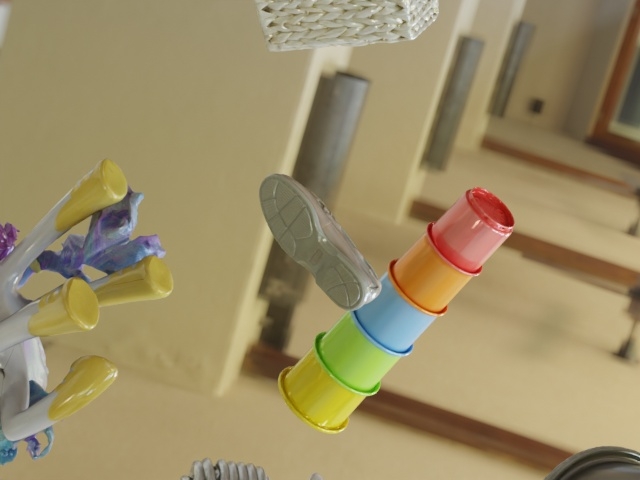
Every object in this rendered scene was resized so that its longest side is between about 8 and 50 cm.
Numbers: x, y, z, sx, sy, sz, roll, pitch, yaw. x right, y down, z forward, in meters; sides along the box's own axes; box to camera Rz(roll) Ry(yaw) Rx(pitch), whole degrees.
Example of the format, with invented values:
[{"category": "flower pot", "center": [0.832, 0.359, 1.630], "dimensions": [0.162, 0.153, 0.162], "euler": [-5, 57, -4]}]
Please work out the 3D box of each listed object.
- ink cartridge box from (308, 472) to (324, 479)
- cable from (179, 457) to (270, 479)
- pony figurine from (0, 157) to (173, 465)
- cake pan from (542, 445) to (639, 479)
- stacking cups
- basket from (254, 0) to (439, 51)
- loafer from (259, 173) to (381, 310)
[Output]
[{"category": "ink cartridge box", "center": [0.108, 0.329, 1.167], "dimensions": [0.353, 0.119, 0.207], "euler": [56, -157, -6]}, {"category": "cable", "center": [-0.095, 0.325, 1.411], "dimensions": [0.089, 0.257, 0.257], "euler": [7, -148, -5]}, {"category": "pony figurine", "center": [-0.314, 0.076, 1.489], "dimensions": [0.303, 0.363, 0.351], "euler": [47, -154, -28]}, {"category": "cake pan", "center": [0.206, 0.267, 0.941], "dimensions": [0.054, 0.293, 0.293], "euler": [-13, 170, 41]}, {"category": "stacking cups", "center": [0.077, 0.069, 1.670], "dimensions": [0.096, 0.316, 0.096], "euler": [29, -151, -18]}, {"category": "basket", "center": [0.025, -0.246, 1.518], "dimensions": [0.167, 0.103, 0.113], "euler": [-2, -159, 22]}, {"category": "loafer", "center": [0.000, 0.000, 1.222], "dimensions": [0.125, 0.045, 0.039], "euler": [53, -148, 12]}]
